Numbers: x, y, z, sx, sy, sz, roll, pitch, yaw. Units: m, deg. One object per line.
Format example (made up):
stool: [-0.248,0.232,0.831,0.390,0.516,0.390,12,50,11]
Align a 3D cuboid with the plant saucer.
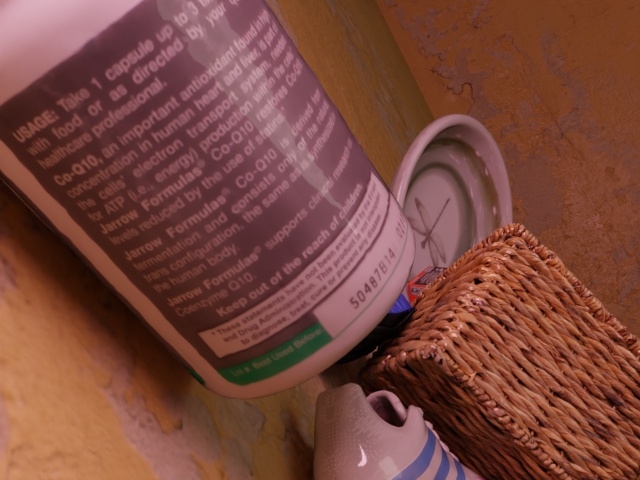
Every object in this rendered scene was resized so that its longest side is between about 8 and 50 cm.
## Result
plant saucer: [0.211,-0.021,1.220,0.400,0.100,0.400,-7,99,-48]

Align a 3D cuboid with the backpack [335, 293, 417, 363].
backpack: [0.027,0.082,0.763,0.101,0.098,0.120,46,22,18]

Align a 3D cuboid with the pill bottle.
pill bottle: [-0.106,-0.082,0.457,0.361,0.204,0.204,54,20,-26]

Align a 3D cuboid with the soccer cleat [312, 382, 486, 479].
soccer cleat: [0.103,0.233,0.706,0.331,0.116,0.143,38,35,-50]

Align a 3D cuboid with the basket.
basket: [0.227,0.174,0.827,0.299,0.213,0.223,43,58,-3]

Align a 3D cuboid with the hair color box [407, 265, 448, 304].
hair color box: [0.183,0.119,1.091,0.072,0.043,0.141,-32,117,-46]
